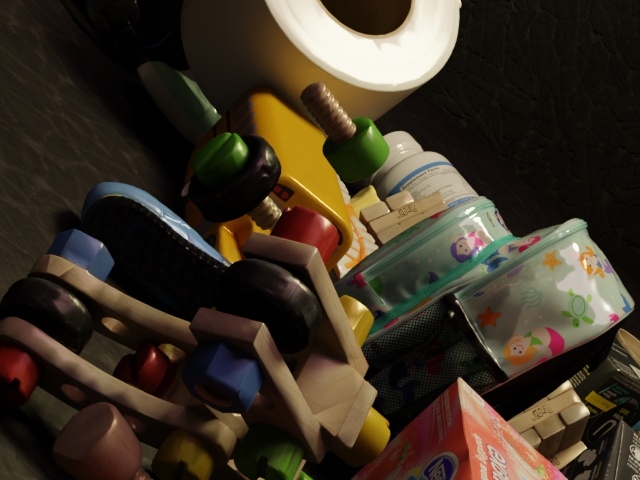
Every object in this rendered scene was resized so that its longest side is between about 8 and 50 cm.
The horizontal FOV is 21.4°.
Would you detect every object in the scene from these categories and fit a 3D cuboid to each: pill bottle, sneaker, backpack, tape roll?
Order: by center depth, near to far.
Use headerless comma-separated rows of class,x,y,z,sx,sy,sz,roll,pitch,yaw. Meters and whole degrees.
sneaker,-0.104,0.027,1.365,0.209,0.069,0.082,42,9,-11
backpack,0.127,0.070,1.414,0.191,0.253,0.225,64,6,6
tape roll,-0.001,-0.232,1.756,0.246,0.169,0.246,12,64,-27
sneaker,0.000,0.000,1.761,0.084,0.083,0.215,37,20,-33
sneaker,-0.076,-0.160,1.858,0.256,0.151,0.094,34,17,-40
backpack,-0.178,-0.354,1.954,0.263,0.276,0.213,43,6,23
pill bottle,0.146,-0.038,2.237,0.221,0.124,0.124,51,14,30

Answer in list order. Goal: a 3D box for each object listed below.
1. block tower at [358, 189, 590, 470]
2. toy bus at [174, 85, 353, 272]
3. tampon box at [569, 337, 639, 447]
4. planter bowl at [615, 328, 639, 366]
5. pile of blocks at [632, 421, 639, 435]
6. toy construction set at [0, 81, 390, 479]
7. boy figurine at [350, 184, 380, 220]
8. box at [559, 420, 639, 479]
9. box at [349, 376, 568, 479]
block tower,0.157,0.098,1.764,0.335,0.091,0.097,58,-17,26
toy bus,-0.051,-0.024,1.549,0.108,0.130,0.332,40,13,-19
tampon box,0.263,0.175,1.835,0.120,0.161,0.101,28,21,-49
planter bowl,0.434,0.218,2.358,0.162,0.109,0.162,41,13,-12
pile of blocks,0.400,0.244,2.078,0.362,0.149,0.112,48,13,18
toy construction set,-0.049,0.122,0.975,0.237,0.257,0.309,52,28,-29
boy figurine,0.100,0.020,1.987,0.285,0.092,0.177,37,17,-43
box,0.286,0.306,1.425,0.247,0.142,0.163,41,33,-6
box,0.106,0.238,1.176,0.154,0.142,0.300,44,13,-8
